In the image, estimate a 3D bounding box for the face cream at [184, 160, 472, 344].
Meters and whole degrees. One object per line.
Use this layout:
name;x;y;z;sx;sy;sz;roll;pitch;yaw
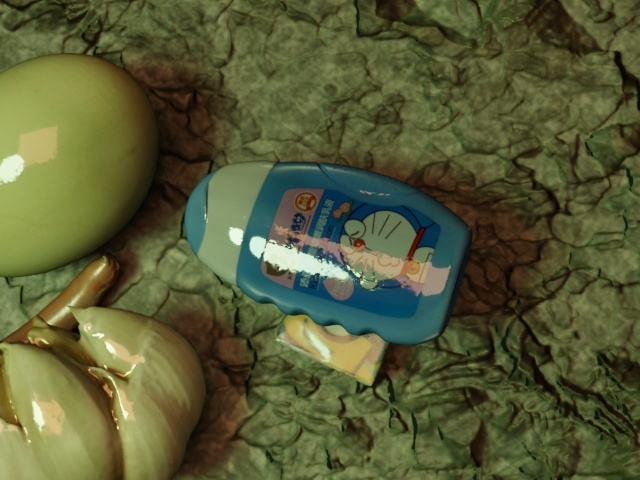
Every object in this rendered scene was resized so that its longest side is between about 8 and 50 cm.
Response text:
face cream;0.000;0.000;0.886;0.264;0.083;0.149;16;78;13

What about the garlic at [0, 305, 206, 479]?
garlic;-0.256;0.164;0.870;0.281;0.185;0.203;-9;116;11

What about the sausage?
sausage;-0.270;0.079;0.975;0.177;0.047;0.040;-40;43;0

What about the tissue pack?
tissue pack;0.032;0.054;0.946;0.108;0.060;0.148;24;83;8

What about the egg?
egg;-0.263;-0.069;0.928;0.186;0.186;0.242;43;89;10
